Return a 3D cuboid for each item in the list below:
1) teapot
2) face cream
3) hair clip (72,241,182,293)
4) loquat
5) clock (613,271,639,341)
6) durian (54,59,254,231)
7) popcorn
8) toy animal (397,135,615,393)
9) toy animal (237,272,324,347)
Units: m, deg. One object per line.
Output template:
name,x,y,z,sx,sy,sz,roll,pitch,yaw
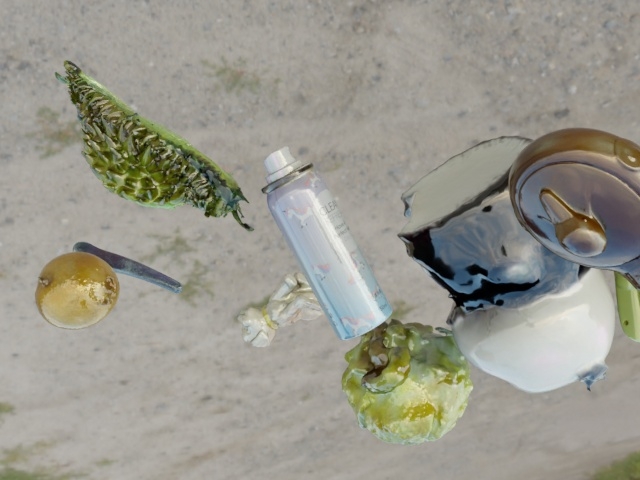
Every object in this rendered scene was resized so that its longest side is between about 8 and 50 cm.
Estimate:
teapot,0.184,-0.017,0.530,0.129,0.078,0.098,40,137,-14
face cream,0.000,0.000,0.915,0.075,0.229,0.075,-28,-174,3
hair clip,-0.414,0.065,1.693,0.275,0.048,0.083,15,146,28
loquat,-0.420,0.087,1.366,0.141,0.141,0.141,-8,148,-5
clock,0.486,0.039,0.982,0.069,0.170,0.232,6,167,-43
durian,-0.224,-0.103,1.028,0.107,0.375,0.132,-53,163,9
popcorn,0.119,0.192,1.112,0.197,0.198,0.212,-24,143,20
toy animal,0.253,0.045,1.012,0.250,0.251,0.310,-28,110,25
toy animal,-0.073,0.164,1.696,0.185,0.104,0.183,-45,152,15
